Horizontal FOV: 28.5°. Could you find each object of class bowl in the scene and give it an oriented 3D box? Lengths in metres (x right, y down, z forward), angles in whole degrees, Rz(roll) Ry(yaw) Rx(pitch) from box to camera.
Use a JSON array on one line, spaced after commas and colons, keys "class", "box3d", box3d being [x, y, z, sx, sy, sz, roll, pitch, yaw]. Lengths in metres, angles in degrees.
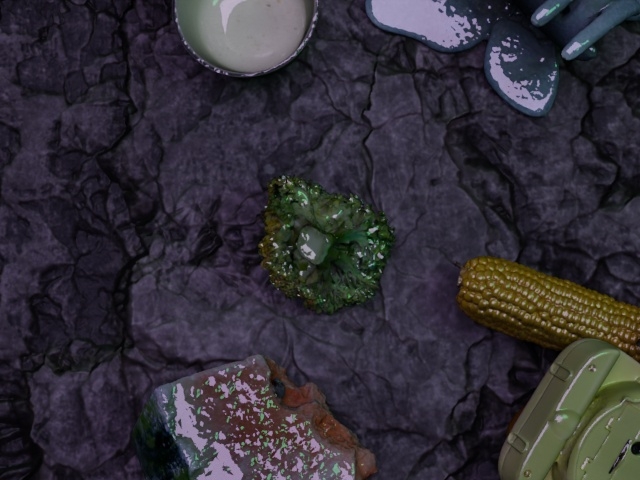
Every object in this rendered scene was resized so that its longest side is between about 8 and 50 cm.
[{"class": "bowl", "box3d": [-0.101, -0.321, 1.806, 0.211, 0.112, 0.211, -1, 80, 4]}]

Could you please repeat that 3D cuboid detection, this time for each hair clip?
[{"class": "hair clip", "box3d": [0.291, -0.375, 1.720, 0.392, 0.238, 0.318, -40, 82, -2]}]

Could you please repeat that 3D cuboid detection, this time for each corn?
[{"class": "corn", "box3d": [0.319, 0.100, 1.713, 0.310, 0.101, 0.101, 19, 83, 2]}]

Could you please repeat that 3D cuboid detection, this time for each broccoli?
[{"class": "broccoli", "box3d": [0.000, 0.000, 1.708, 0.194, 0.194, 0.220, -38, 86, -1]}]

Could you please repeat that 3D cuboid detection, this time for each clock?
[{"class": "clock", "box3d": [0.405, 0.287, 1.645, 0.308, 0.096, 0.235, 30, 90, -14]}]

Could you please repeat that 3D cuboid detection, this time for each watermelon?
[{"class": "watermelon", "box3d": [-0.108, 0.291, 1.692, 0.302, 0.151, 0.264, -34, 79, 0]}]

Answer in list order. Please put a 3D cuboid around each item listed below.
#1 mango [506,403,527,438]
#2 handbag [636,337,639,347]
[{"class": "mango", "box3d": [0.306, 0.254, 1.707, 0.114, 0.060, 0.080, -30, 80, -1]}, {"class": "handbag", "box3d": [0.631, 0.141, 1.620, 0.327, 0.162, 0.325, -39, 84, -17]}]
